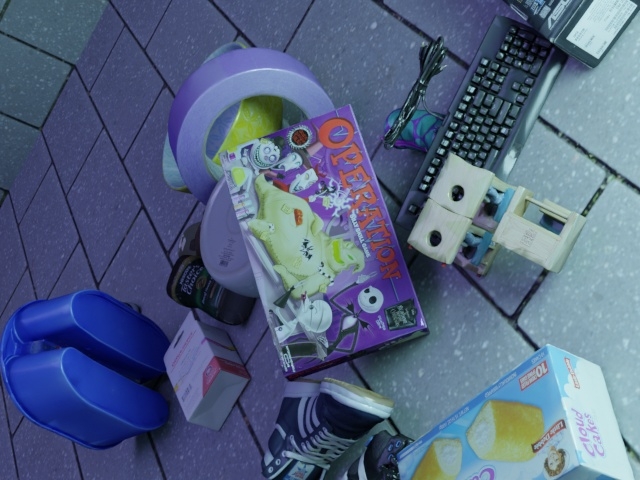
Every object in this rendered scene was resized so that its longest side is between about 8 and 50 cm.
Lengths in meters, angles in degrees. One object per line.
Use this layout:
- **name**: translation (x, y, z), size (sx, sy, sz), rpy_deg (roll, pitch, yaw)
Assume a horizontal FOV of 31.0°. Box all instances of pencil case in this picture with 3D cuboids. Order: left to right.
- **pencil case**: translation (0.152, -0.154, 1.680), size (0.070, 0.064, 0.152), rpy_deg (-44, 27, -11)

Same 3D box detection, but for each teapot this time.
- **teapot**: translation (-0.049, -0.013, 1.784), size (0.252, 0.187, 0.256), rpy_deg (-42, 42, 30)

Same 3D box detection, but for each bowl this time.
- **bowl**: translation (-0.151, -0.200, 2.108), size (0.289, 0.156, 0.289), rpy_deg (-36, 42, 41)

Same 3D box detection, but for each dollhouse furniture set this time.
- **dollhouse furniture set**: translation (0.230, -0.003, 1.429), size (0.184, 0.129, 0.129), rpy_deg (30, 97, 30)

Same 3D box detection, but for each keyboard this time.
- **keyboard**: translation (0.183, -0.159, 1.571), size (0.201, 0.033, 0.317), rpy_deg (28, 94, 26)

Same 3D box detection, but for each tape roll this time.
- **tape roll**: translation (-0.109, -0.175, 1.905), size (0.275, 0.275, 0.090), rpy_deg (-55, 31, 19)

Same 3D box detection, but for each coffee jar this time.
- **coffee jar**: translation (-0.196, 0.084, 2.036), size (0.184, 0.079, 0.096), rpy_deg (15, 83, 51)

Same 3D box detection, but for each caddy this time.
- **caddy**: translation (-0.424, 0.237, 2.089), size (0.179, 0.341, 0.241), rpy_deg (-19, 52, 31)

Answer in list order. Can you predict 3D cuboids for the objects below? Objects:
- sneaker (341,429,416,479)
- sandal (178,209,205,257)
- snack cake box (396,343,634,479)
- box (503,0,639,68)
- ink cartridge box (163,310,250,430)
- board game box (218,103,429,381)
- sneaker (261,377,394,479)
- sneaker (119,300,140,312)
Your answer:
- **sneaker**: translation (0.097, 0.312, 1.428), size (0.121, 0.079, 0.217), rpy_deg (-61, 29, 13)
- **sandal**: translation (-0.199, -0.007, 2.121), size (0.303, 0.086, 0.120), rpy_deg (-18, 55, 53)
- **snack cake box**: translation (0.207, 0.254, 1.283), size (0.264, 0.089, 0.152), rpy_deg (-44, 36, 35)
- **box**: translation (0.376, -0.460, 1.504), size (0.395, 0.097, 0.318), rpy_deg (-56, 33, 18)
- **ink cartridge box**: translation (-0.200, 0.220, 1.986), size (0.115, 0.067, 0.198), rpy_deg (-58, 32, 15)
- **board game box**: translation (0.000, 0.000, 1.605), size (0.208, 0.056, 0.347), rpy_deg (-19, 70, 2)
- **sneaker**: translation (0.004, 0.271, 1.571), size (0.282, 0.099, 0.153), rpy_deg (-15, 53, 68)
- **sneaker**: translation (-0.425, 0.213, 2.321), size (0.083, 0.098, 0.223), rpy_deg (-43, 37, 35)
